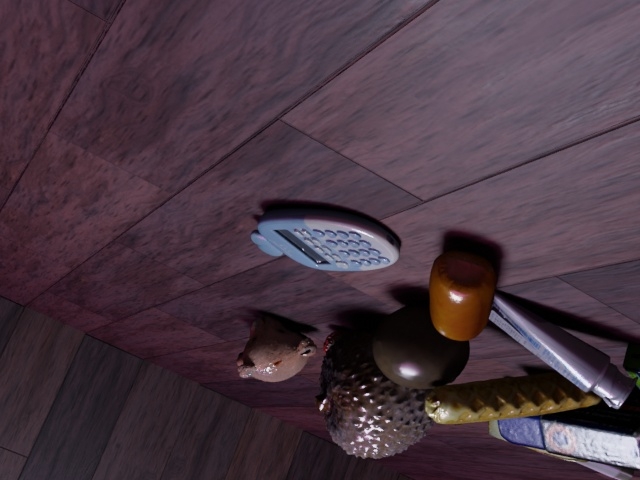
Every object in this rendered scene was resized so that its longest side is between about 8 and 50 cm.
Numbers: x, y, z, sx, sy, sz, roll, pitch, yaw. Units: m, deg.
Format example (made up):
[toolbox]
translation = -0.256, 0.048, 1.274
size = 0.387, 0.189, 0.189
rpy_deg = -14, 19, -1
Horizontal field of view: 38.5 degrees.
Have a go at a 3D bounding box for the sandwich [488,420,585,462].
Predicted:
[sandwich]
translation = 0.510, 0.406, 2.062
size = 0.251, 0.087, 0.226
rpy_deg = 17, 148, 13

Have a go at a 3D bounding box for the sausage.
[sausage]
translation = 0.229, 0.093, 1.498
size = 0.105, 0.105, 0.274
rpy_deg = 17, 160, 13

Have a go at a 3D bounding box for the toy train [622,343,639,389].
[toy train]
translation = 0.585, 0.244, 1.616
size = 0.042, 0.044, 0.209
rpy_deg = 6, 156, 38

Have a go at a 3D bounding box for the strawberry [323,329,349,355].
[strawberry]
translation = 0.052, 0.252, 2.143
size = 0.083, 0.083, 0.096
rpy_deg = 15, 160, 18

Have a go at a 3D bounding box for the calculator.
[calculator]
translation = 0.000, 0.000, 1.574
size = 0.302, 0.042, 0.188
rpy_deg = 2, 155, 42

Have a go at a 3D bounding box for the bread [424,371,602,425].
[bread]
translation = 0.369, 0.292, 1.722
size = 0.367, 0.077, 0.084
rpy_deg = -2, 153, -17

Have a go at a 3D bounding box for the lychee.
[lychee]
translation = 0.125, 0.325, 1.985
size = 0.300, 0.300, 0.300
rpy_deg = 19, 161, 7

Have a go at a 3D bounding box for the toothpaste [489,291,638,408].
[toothpaste]
translation = 0.393, 0.176, 1.568
size = 0.299, 0.073, 0.114
rpy_deg = 34, 164, 15

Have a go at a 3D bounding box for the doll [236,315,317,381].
[doll]
translation = -0.129, 0.258, 2.314
size = 0.201, 0.156, 0.303
rpy_deg = -18, -174, -9

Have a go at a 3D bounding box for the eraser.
[eraser]
translation = 0.528, 0.357, 1.811
size = 0.332, 0.155, 0.102
rpy_deg = 4, 115, 41

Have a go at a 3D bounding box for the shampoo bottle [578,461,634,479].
[shampoo bottle]
translation = 0.644, 0.507, 2.210
size = 0.227, 0.086, 0.056
rpy_deg = 24, 124, -10

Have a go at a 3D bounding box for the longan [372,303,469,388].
[longan]
translation = 0.188, 0.202, 1.729
size = 0.189, 0.189, 0.189
rpy_deg = 19, 161, 7
